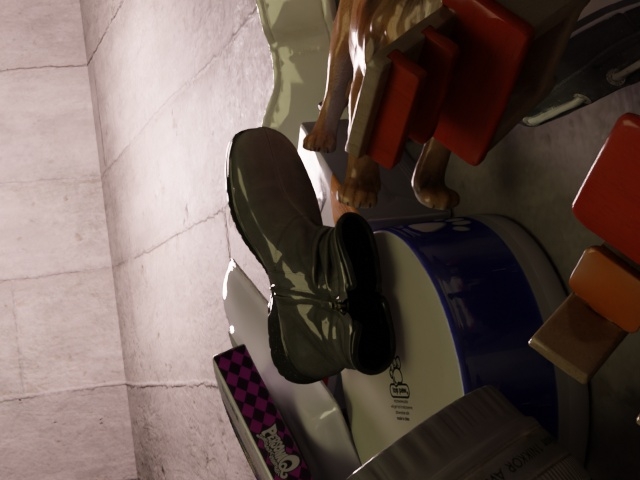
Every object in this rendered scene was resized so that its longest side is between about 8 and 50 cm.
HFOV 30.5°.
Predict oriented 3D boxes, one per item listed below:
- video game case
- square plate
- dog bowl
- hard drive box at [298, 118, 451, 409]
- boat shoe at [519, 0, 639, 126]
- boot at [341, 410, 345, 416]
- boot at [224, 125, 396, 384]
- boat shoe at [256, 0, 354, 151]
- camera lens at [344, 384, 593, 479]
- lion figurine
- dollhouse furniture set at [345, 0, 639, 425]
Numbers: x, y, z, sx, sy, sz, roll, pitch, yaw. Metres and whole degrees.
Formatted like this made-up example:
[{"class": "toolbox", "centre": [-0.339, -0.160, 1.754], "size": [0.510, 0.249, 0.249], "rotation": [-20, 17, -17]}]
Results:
[{"class": "video game case", "centre": [-0.034, 0.245, 1.169], "size": [0.232, 0.042, 0.210], "rotation": [59, 167, 30]}, {"class": "square plate", "centre": [-0.012, 0.232, 1.280], "size": [0.344, 0.049, 0.347], "rotation": [48, 160, 59]}, {"class": "dog bowl", "centre": [0.109, 0.113, 0.979], "size": [0.265, 0.104, 0.265], "rotation": [174, 90, -70]}, {"class": "hard drive box", "centre": [0.037, 0.022, 1.175], "size": [0.181, 0.089, 0.232], "rotation": [-120, 30, -50]}, {"class": "boat shoe", "centre": [0.197, -0.139, 0.664], "size": [0.301, 0.102, 0.108], "rotation": [-25, 29, 49]}, {"class": "boot", "centre": [0.001, 0.179, 1.407], "size": [0.087, 0.042, 0.118], "rotation": [116, 142, -46]}, {"class": "boot", "centre": [0.000, 0.000, 1.003], "size": [0.161, 0.083, 0.246], "rotation": [-30, 73, 62]}, {"class": "boat shoe", "centre": [0.000, -0.173, 1.260], "size": [0.099, 0.116, 0.319], "rotation": [-41, -52, -60]}, {"class": "camera lens", "centre": [0.118, 0.258, 0.730], "size": [0.274, 0.219, 0.219], "rotation": [51, 149, 17]}, {"class": "lion figurine", "centre": [0.066, -0.169, 0.970], "size": [0.392, 0.142, 0.240], "rotation": [-131, 47, -65]}, {"class": "dollhouse furniture set", "centre": [0.157, -0.028, 0.591], "size": [0.259, 0.135, 0.262], "rotation": [37, 144, 18]}]
